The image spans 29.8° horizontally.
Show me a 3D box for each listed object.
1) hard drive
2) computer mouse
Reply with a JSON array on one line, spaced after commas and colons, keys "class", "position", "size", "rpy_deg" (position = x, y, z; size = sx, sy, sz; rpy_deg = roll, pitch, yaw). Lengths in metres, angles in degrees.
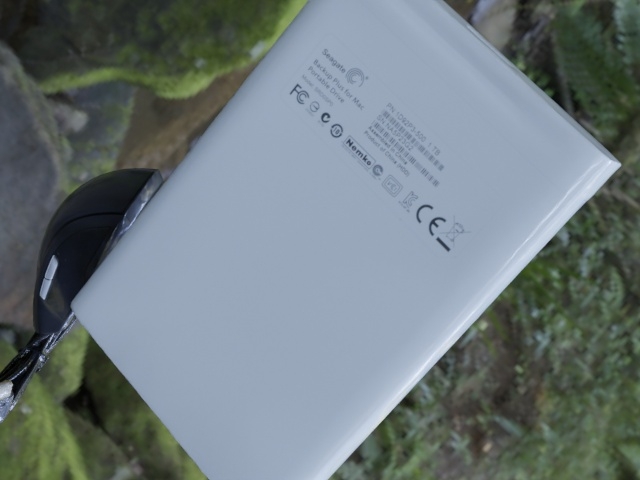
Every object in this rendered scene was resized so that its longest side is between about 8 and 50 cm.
[{"class": "hard drive", "position": [0.000, 0.000, 0.728], "size": [0.307, 0.203, 0.040], "rpy_deg": [-50, 160, 18]}, {"class": "computer mouse", "position": [-0.224, 0.045, 0.973], "size": [0.262, 0.060, 0.184], "rpy_deg": [-50, -172, 47]}]
